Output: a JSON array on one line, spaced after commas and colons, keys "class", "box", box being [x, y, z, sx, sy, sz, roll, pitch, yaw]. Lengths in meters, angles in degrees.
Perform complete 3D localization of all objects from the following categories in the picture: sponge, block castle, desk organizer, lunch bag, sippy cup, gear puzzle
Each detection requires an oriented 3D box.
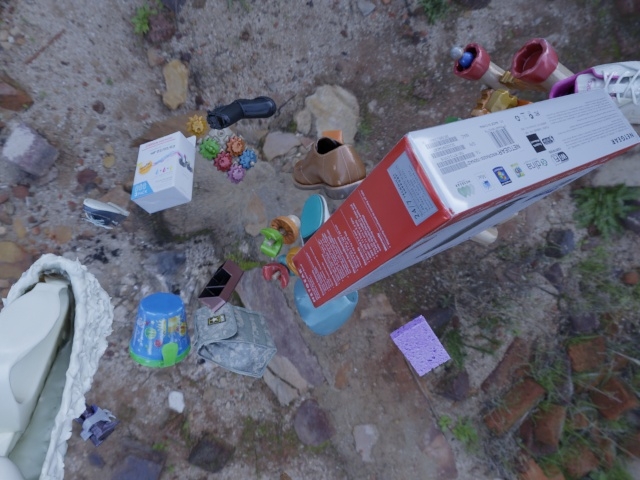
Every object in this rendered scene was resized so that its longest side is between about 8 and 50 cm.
[{"class": "sponge", "box": [0.317, 0.334, 1.311, 0.117, 0.031, 0.210, -33, 121, 7]}, {"class": "block castle", "box": [0.361, -0.239, 1.008, 0.213, 0.303, 0.453, 19, 104, -25]}, {"class": "desk organizer", "box": [-0.220, 0.099, 0.933, 0.050, 0.130, 0.047, 43, 116, -14]}, {"class": "lunch bag", "box": [-0.339, 0.359, 1.571, 0.287, 0.235, 0.169, 22, 105, -27]}, {"class": "sippy cup", "box": [-0.627, 0.336, 1.640, 0.305, 0.240, 0.224, 20, 115, 19]}, {"class": "gear puzzle", "box": [-0.393, -0.379, 1.670, 0.175, 0.044, 0.339, -53, 132, -7]}]

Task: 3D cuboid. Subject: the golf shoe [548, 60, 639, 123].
[{"class": "golf shoe", "box": [0.509, -0.238, 0.675, 0.140, 0.306, 0.115, 0, 101, -9]}]

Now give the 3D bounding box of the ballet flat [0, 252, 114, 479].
[{"class": "ballet flat", "box": [-0.308, 0.177, 0.387, 0.147, 0.409, 0.147, -4, 137, -3]}]

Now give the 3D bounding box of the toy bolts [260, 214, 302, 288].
[{"class": "toy bolts", "box": [-0.084, 0.044, 1.386, 0.218, 0.158, 0.228, 29, 136, 20]}]

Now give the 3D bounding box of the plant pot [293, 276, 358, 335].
[{"class": "plant pot", "box": [0.050, 0.250, 1.838, 0.195, 0.290, 0.290, -30, 103, 29]}]

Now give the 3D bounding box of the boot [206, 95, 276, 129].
[{"class": "boot", "box": [-0.162, -0.256, 0.837, 0.121, 0.099, 0.045, 13, 128, 30]}]

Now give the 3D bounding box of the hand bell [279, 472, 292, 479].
[{"class": "hand bell", "box": [-0.047, 0.695, 1.043, 0.126, 0.242, 0.126, -17, 127, -23]}]

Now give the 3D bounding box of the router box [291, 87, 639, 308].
[{"class": "router box", "box": [0.166, -0.045, 0.533, 0.335, 0.301, 0.082, -20, 77, -29]}]

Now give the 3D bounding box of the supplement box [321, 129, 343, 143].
[{"class": "supplement box", "box": [0.057, -0.306, 1.559, 0.080, 0.233, 0.078, -4, 62, 10]}]

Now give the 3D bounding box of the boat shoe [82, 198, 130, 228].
[{"class": "boat shoe", "box": [-0.703, -0.083, 1.351, 0.095, 0.254, 0.079, 29, 87, -9]}]

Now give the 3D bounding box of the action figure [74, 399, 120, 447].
[{"class": "action figure", "box": [-0.694, 0.447, 1.153, 0.285, 0.099, 0.185, 41, 113, 1]}]

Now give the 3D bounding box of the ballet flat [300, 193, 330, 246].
[{"class": "ballet flat", "box": [0.000, 0.000, 1.585, 0.139, 0.400, 0.139, -2, 140, -2]}]

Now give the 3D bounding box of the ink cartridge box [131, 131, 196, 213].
[{"class": "ink cartridge box", "box": [-0.327, -0.158, 0.878, 0.104, 0.061, 0.181, -14, 60, 15]}]

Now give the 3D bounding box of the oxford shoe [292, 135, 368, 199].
[{"class": "oxford shoe", "box": [0.007, -0.111, 0.593, 0.076, 0.212, 0.076, -24, 108, -17]}]
